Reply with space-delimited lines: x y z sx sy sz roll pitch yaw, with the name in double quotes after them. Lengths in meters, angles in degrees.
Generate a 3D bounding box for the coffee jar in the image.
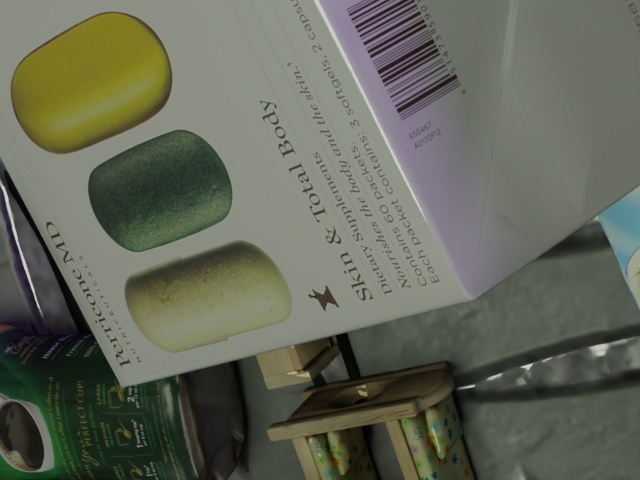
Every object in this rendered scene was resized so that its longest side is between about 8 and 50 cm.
-0.141 0.097 1.141 0.184 0.079 0.096 -2 111 24 "coffee jar"

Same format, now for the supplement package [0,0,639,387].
0.002 -0.077 0.895 0.263 0.198 0.199 -18 101 52 "supplement package"

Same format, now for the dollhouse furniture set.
0.011 0.118 1.033 0.101 0.161 0.181 -13 104 27 "dollhouse furniture set"

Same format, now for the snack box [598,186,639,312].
0.189 -0.116 0.924 0.187 0.060 0.322 -20 100 29 "snack box"
